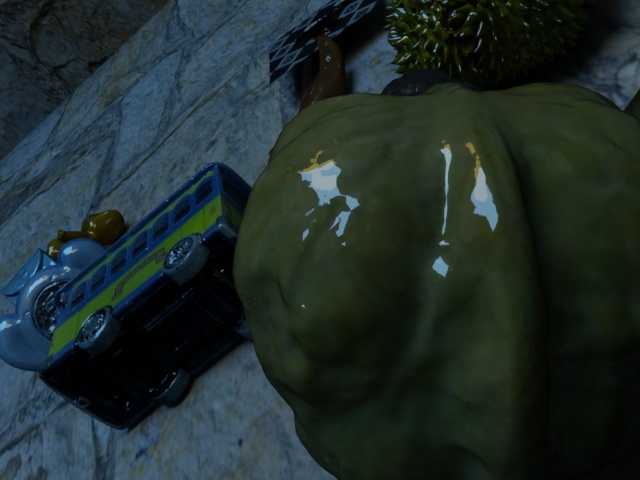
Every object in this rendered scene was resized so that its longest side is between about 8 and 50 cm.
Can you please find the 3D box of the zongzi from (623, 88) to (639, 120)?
[{"bbox_3d":[0.334,-0.136,0.619,0.274,0.145,0.300,-45,3,-27],"label":"zongzi"}]

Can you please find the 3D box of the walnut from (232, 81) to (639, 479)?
[{"bbox_3d":[0.092,0.033,0.519,0.282,0.277,0.253,6,30,21],"label":"walnut"}]

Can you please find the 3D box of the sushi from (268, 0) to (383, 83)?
[{"bbox_3d":[0.016,-0.354,1.353,0.231,0.047,0.220,-33,27,14],"label":"sushi"}]

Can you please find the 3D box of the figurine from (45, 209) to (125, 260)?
[{"bbox_3d":[-0.412,0.011,1.426,0.122,0.121,0.176,14,50,26],"label":"figurine"}]

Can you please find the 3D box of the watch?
[{"bbox_3d":[-0.377,0.104,1.179,0.211,0.211,0.193,-52,15,-11],"label":"watch"}]

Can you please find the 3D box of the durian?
[{"bbox_3d":[0.197,-0.295,0.886,0.291,0.224,0.291,-173,90,-74],"label":"durian"}]

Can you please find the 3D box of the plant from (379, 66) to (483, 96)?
[{"bbox_3d":[0.080,-0.032,0.766,0.146,0.149,0.275,12,60,14],"label":"plant"}]

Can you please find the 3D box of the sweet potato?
[{"bbox_3d":[-0.003,-0.213,1.179,0.078,0.058,0.255,9,63,20],"label":"sweet potato"}]

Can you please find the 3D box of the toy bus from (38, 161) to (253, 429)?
[{"bbox_3d":[-0.189,0.072,0.982,0.312,0.152,0.190,-38,31,14],"label":"toy bus"}]
